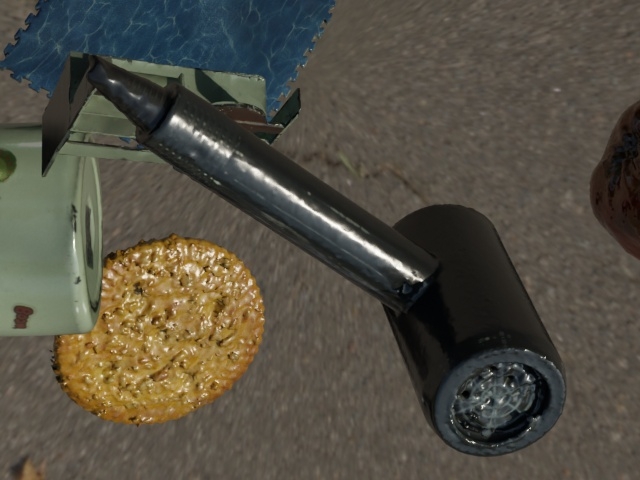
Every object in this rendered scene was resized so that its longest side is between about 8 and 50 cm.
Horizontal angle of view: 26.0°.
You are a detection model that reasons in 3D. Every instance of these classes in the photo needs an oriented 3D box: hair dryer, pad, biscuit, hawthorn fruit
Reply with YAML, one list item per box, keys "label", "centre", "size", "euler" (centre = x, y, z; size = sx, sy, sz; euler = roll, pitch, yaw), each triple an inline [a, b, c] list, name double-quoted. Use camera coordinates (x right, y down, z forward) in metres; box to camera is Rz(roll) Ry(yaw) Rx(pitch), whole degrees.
- label: "hair dryer"
  centre: [0.000, 0.000, 0.618]
  size: [0.255, 0.128, 0.070]
  euler: [31, 110, -27]
- label: "pad"
  centre: [-0.150, -0.211, 1.413]
  size: [0.269, 0.012, 0.269]
  euler: [28, 65, -3]
- label: "biscuit"
  centre: [-0.181, 0.107, 1.572]
  size: [0.254, 0.035, 0.254]
  euler: [-11, 123, -18]
- label: "hawthorn fruit"
  centre: [0.378, -0.051, 1.384]
  size: [0.200, 0.179, 0.179]
  euler: [25, 96, -16]

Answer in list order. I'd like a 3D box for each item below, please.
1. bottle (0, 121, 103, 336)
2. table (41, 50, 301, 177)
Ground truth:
- label: "bottle"
  centre: [-0.390, -0.018, 1.323]
  size: [0.352, 0.229, 0.229]
  euler: [0, 97, -2]
- label: "table"
  centre: [-0.112, -0.092, 0.996]
  size: [0.146, 0.175, 0.062]
  euler: [5, 68, -22]
